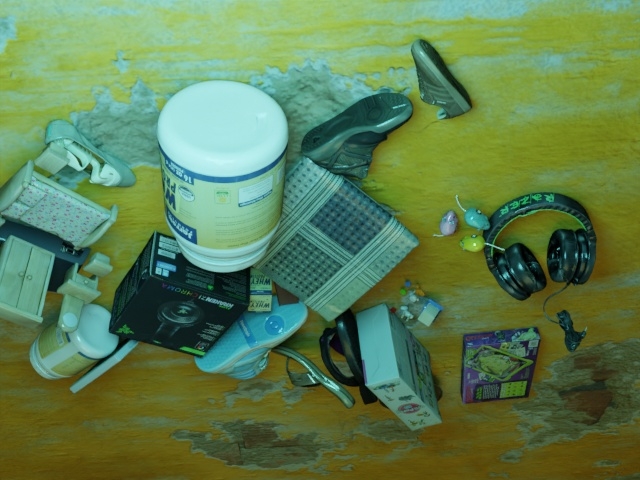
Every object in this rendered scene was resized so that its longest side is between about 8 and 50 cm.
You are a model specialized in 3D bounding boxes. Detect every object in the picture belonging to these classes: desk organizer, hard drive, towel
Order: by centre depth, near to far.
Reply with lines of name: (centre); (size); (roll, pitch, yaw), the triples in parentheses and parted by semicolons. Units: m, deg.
towel: (0.000, 0.000, 1.567); (0.312, 0.056, 0.324); (37, 124, -13)
hard drive: (-0.666, 0.037, 1.627); (0.255, 0.054, 0.172); (20, 135, -26)
desk organizer: (-0.085, 0.102, 1.758); (0.050, 0.047, 0.130); (-7, 140, 0)

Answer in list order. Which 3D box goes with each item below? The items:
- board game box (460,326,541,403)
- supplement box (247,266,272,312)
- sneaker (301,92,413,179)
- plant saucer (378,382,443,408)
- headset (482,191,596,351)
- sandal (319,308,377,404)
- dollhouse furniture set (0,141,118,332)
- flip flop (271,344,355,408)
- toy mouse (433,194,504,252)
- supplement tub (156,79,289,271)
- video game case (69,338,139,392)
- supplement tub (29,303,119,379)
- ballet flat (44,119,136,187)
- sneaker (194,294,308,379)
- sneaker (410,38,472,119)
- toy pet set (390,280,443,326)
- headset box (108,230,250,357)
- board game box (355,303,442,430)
board game box: (0.521, 0.373, 2.135); (0.208, 0.056, 0.346); (-9, 140, 0)
supplement box: (-0.146, 0.117, 1.741); (0.056, 0.083, 0.083); (1, 140, -6)
sneaker: (0.089, -0.195, 1.388); (0.228, 0.087, 0.130); (-27, 142, 23)
plant saucer: (0.274, 0.465, 2.232); (0.199, 0.036, 0.198); (-3, 140, -2)
headset: (0.521, 0.074, 1.664); (0.244, 0.185, 0.394); (-18, 127, 17)
sandal: (0.068, 0.323, 1.939); (0.107, 0.167, 0.445); (-14, 140, 5)
dollhouse furniture set: (-0.504, 0.024, 1.434); (0.356, 0.173, 0.303); (-32, 134, 33)
flip flop: (-0.031, 0.372, 1.956); (0.277, 0.080, 0.112); (37, 171, 14)
toy mouse: (0.313, -0.033, 1.604); (0.161, 0.031, 0.143); (3, 126, 34)
supplement tub: (-0.180, -0.110, 1.353); (0.229, 0.228, 0.316); (1, 140, -6)
video game case: (-0.520, 0.289, 1.852); (0.212, 0.193, 0.023); (-35, 97, 32)
supplement tub: (-0.620, 0.258, 1.826); (0.200, 0.144, 0.144); (-30, 134, 28)
ballet flat: (-0.448, -0.148, 1.410); (0.072, 0.068, 0.213); (-24, 136, 23)
sneaker: (-0.152, 0.256, 1.898); (0.319, 0.127, 0.208); (-26, 153, 10)
sneaker: (0.202, -0.279, 1.307); (0.071, 0.066, 0.188); (-27, 135, 27)
toy pet set: (0.257, 0.156, 1.859); (0.114, 0.065, 0.122); (34, 135, 10)
headset box: (-0.337, 0.140, 1.717); (0.246, 0.131, 0.283); (21, 135, -26)
board game box: (0.210, 0.340, 1.930); (0.098, 0.224, 0.303); (-23, 136, 19)
